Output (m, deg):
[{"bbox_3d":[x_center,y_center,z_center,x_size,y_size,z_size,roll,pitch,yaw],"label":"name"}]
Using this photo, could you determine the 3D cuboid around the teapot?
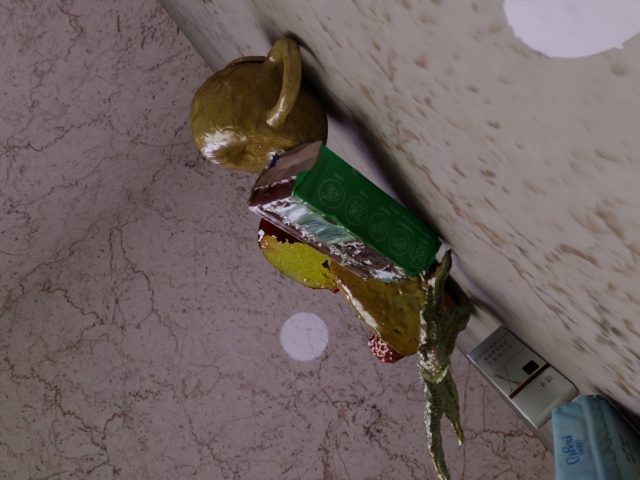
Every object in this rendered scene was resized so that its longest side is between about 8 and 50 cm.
[{"bbox_3d":[-0.088,-0.206,0.611,0.311,0.204,0.166,162,108,-70],"label":"teapot"}]

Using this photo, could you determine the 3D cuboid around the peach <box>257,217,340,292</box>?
[{"bbox_3d":[-0.005,-0.021,1.364,0.406,0.309,0.335,37,149,-24],"label":"peach"}]

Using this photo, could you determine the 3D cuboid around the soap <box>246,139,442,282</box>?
[{"bbox_3d":[0.035,-0.029,0.614,0.274,0.097,0.218,32,164,-27],"label":"soap"}]

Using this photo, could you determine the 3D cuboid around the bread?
[{"bbox_3d":[0.173,0.117,0.971,0.337,0.204,0.358,44,180,5],"label":"bread"}]

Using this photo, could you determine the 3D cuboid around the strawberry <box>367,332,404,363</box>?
[{"bbox_3d":[0.278,0.267,1.275,0.253,0.280,0.150,59,173,-35],"label":"strawberry"}]

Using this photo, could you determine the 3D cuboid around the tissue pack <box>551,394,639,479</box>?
[{"bbox_3d":[0.323,0.308,0.406,0.177,0.089,0.263,48,-151,3],"label":"tissue pack"}]

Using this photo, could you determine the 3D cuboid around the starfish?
[{"bbox_3d":[0.197,0.214,0.669,0.078,0.357,0.347,3,153,23],"label":"starfish"}]

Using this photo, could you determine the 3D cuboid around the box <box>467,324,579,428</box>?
[{"bbox_3d":[0.326,0.219,0.670,0.040,0.084,0.154,49,-179,-31],"label":"box"}]
